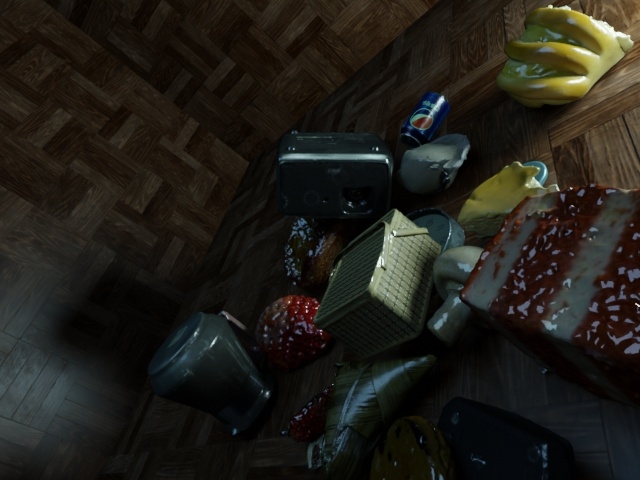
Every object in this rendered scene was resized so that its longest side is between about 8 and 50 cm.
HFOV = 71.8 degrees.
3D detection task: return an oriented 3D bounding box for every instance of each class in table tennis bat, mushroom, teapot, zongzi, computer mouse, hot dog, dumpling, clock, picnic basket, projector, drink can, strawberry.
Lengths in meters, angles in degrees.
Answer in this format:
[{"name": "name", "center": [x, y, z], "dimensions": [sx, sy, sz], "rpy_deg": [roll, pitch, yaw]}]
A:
[{"name": "table tennis bat", "center": [0.502, -0.124, 1.140], "dimensions": [0.201, 0.033, 0.124], "rpy_deg": [-55, 23, -10]}, {"name": "mushroom", "center": [0.311, 0.111, 0.952], "dimensions": [0.209, 0.206, 0.206], "rpy_deg": [-21, 31, 5]}, {"name": "teapot", "center": [-0.333, 0.420, 1.475], "dimensions": [0.305, 0.362, 0.376], "rpy_deg": [-32, 21, 30]}, {"name": "zongzi", "center": [0.134, 0.392, 0.985], "dimensions": [0.288, 0.134, 0.286], "rpy_deg": [-25, 42, 42]}, {"name": "computer mouse", "center": [0.302, 0.372, 0.736], "dimensions": [0.269, 0.100, 0.170], "rpy_deg": [178, 104, -69]}, {"name": "hot dog", "center": [0.000, 0.000, 1.660], "dimensions": [0.267, 0.174, 0.387], "rpy_deg": [17, 71, 54]}, {"name": "dumpling", "center": [0.366, -0.233, 1.406], "dimensions": [0.204, 0.163, 0.293], "rpy_deg": [-26, 10, -29]}, {"name": "clock", "center": [0.268, 0.042, 1.285], "dimensions": [0.312, 0.061, 0.312], "rpy_deg": [-40, 27, 26]}, {"name": "picnic basket", "center": [0.137, 0.094, 1.081], "dimensions": [0.228, 0.175, 0.313], "rpy_deg": [-40, 17, 45]}, {"name": "projector", "center": [0.042, -0.255, 1.599], "dimensions": [0.405, 0.395, 0.242], "rpy_deg": [-93, 2, -65]}, {"name": "drink can", "center": [0.386, -0.443, 1.648], "dimensions": [0.205, 0.118, 0.118], "rpy_deg": [-57, 25, -6]}, {"name": "strawberry", "center": [-0.014, 0.468, 1.179], "dimensions": [0.192, 0.085, 0.140], "rpy_deg": [-29, -21, -35]}, {"name": "strawberry", "center": [-0.094, 0.289, 1.480], "dimensions": [0.336, 0.149, 0.265], "rpy_deg": [-14, 44, 52]}]

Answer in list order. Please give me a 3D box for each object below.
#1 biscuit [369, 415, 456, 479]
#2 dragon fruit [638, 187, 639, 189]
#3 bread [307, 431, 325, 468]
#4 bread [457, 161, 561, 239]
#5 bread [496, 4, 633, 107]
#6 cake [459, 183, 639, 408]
[{"name": "biscuit", "center": [0.166, 0.467, 0.807], "dimensions": [0.296, 0.075, 0.296], "rpy_deg": [-167, 90, -81]}, {"name": "dragon fruit", "center": [0.604, -0.074, 0.802], "dimensions": [0.120, 0.127, 0.161], "rpy_deg": [-7, 51, 47]}, {"name": "bread", "center": [0.001, 0.536, 1.130], "dimensions": [0.083, 0.035, 0.070], "rpy_deg": [-45, 24, 23]}, {"name": "bread", "center": [0.468, -0.084, 0.981], "dimensions": [0.224, 0.183, 0.211], "rpy_deg": [-11, 42, 53]}, {"name": "bread", "center": [0.623, -0.504, 1.217], "dimensions": [0.270, 0.211, 0.315], "rpy_deg": [-45, 23, 18]}, {"name": "cake", "center": [0.437, 0.083, 0.700], "dimensions": [0.270, 0.269, 0.319], "rpy_deg": [-58, 27, -10]}]
